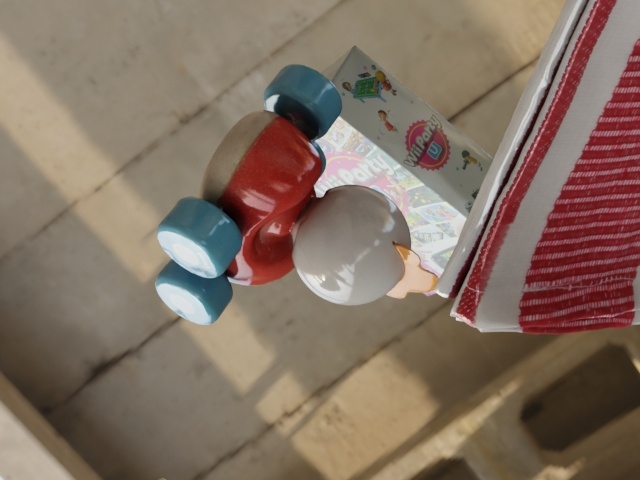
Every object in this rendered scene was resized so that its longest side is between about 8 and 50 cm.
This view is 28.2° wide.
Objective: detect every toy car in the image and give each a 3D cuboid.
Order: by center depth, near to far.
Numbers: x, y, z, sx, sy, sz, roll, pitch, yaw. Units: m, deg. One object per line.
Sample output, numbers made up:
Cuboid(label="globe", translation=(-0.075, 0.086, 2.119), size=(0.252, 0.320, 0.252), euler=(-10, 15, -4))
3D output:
Cuboid(label="toy car", translation=(0.000, 0.000, 1.214), size=(0.219, 0.238, 0.210), euler=(-54, 171, -27))

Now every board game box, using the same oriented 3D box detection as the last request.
Cuboid(label="board game box", translation=(0.086, -0.072, 1.529), size=(0.097, 0.303, 0.224), euler=(-59, -165, -26))

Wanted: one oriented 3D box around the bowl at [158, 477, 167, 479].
Cuboid(label="bowl", translation=(-0.156, 0.386, 1.198), size=(0.289, 0.156, 0.289), euler=(-59, -175, 8))

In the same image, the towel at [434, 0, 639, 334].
Cuboid(label="towel", translation=(0.235, -0.052, 0.659), size=(0.037, 0.329, 0.237), euler=(53, -49, 45))
